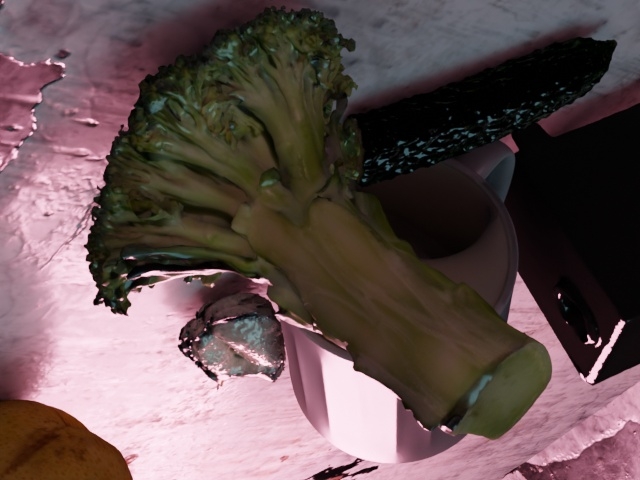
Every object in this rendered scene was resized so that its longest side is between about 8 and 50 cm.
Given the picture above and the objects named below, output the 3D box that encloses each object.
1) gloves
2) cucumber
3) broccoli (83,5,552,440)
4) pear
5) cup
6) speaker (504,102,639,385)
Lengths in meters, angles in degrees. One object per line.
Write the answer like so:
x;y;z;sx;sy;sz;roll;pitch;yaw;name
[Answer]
-0.096;0.106;1.215;0.114;0.070;0.153;-5;151;4;gloves
0.157;-0.127;1.040;0.300;0.072;0.072;-21;153;-14;cucumber
0.015;-0.015;0.808;0.252;0.361;0.221;-60;156;-23;broccoli
-0.326;0.314;1.110;0.314;0.314;0.314;-23;154;-12;pear
0.099;0.052;1.171;0.323;0.237;0.327;-52;160;-20;cup
0.340;-0.013;1.220;0.232;0.254;0.184;-22;153;-13;speaker
